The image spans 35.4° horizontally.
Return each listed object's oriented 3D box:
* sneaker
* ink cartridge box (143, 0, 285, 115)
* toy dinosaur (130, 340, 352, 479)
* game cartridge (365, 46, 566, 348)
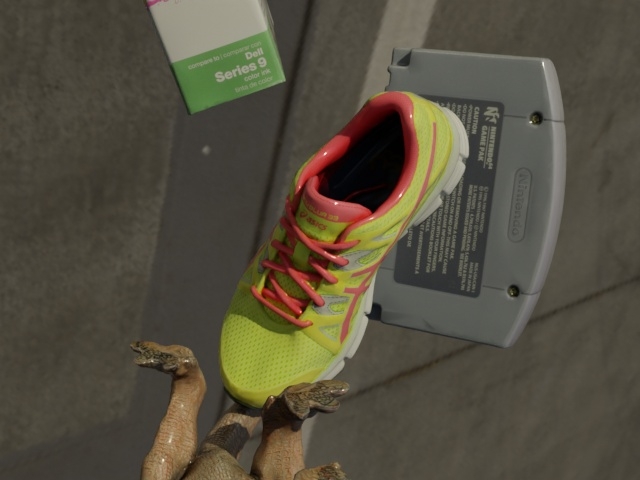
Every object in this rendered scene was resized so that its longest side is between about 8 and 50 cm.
[{"bbox_3d":[0.000,0.000,0.560,0.209,0.081,0.094,-59,160,1],"label":"sneaker"},{"bbox_3d":[-0.107,-0.236,0.830,0.093,0.154,0.212,-19,119,4],"label":"ink cartridge box"},{"bbox_3d":[-0.054,0.179,0.515,0.127,0.296,0.200,3,117,-4],"label":"toy dinosaur"},{"bbox_3d":[0.151,-0.046,1.049,0.062,0.198,0.297,-12,110,-66],"label":"game cartridge"}]
